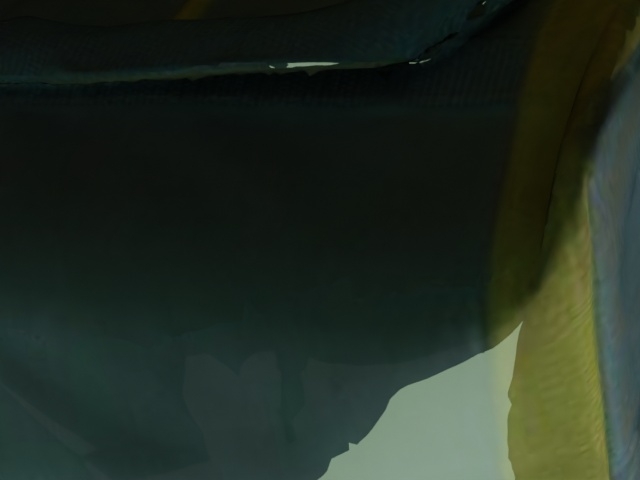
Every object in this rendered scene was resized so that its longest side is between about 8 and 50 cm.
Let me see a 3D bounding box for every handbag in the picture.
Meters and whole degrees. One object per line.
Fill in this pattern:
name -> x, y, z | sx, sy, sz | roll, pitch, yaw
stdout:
handbag -> 0.000, 0.000, 0.532 | 0.241, 0.263, 0.222 | 2, 125, 21
